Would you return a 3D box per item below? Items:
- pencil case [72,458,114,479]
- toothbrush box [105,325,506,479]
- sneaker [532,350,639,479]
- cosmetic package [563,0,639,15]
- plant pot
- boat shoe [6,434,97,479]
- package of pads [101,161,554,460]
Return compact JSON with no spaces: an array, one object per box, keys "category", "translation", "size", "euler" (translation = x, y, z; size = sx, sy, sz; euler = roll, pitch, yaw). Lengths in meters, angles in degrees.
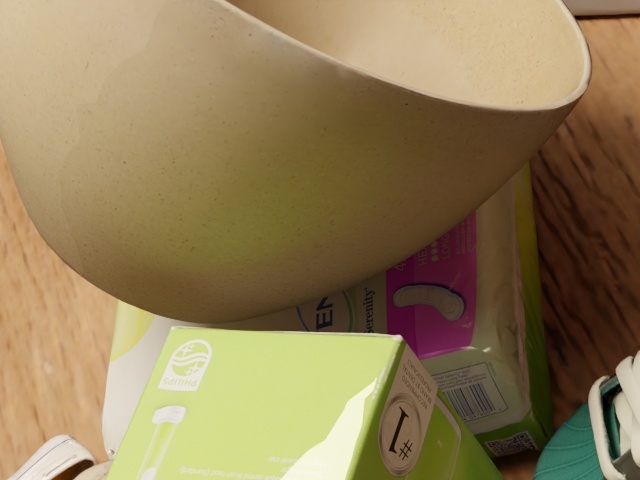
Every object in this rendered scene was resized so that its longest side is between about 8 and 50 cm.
[{"category":"pencil case","translation":[-0.240,0.225,0.865],"size":[0.410,0.160,0.183],"euler":[-16,17,20]},{"category":"toothbrush box","translation":[-0.017,0.207,0.706],"size":[0.122,0.206,0.283],"euler":[2,54,33]},{"category":"sneaker","translation":[0.183,0.046,0.716],"size":[0.302,0.121,0.108],"euler":[-38,42,37]},{"category":"cosmetic package","translation":[0.084,-0.273,1.086],"size":[0.453,0.161,0.230],"euler":[2,55,35]},{"category":"plant pot","translation":[-0.044,-0.074,0.807],"size":[0.191,0.284,0.284],"euler":[-58,35,28]},{"category":"boat shoe","translation":[-0.166,0.155,0.973],"size":[0.100,0.035,0.035],"euler":[-45,40,-18]},{"category":"package of pads","translation":[0.000,0.000,0.949],"size":[0.229,0.101,0.296],"euler":[-17,46,20]}]
